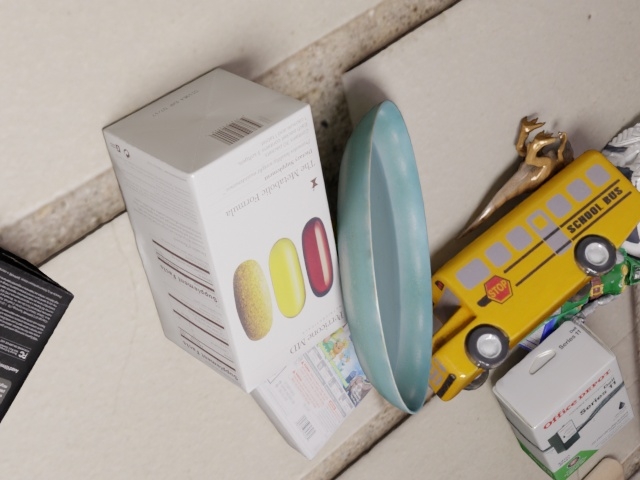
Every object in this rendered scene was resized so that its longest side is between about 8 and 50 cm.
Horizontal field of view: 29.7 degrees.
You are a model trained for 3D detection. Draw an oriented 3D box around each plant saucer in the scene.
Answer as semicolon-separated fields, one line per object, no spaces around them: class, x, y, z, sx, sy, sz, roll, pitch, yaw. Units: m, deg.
plant saucer;0.067;0.018;1.227;0.317;0.043;0.318;-5;90;-77

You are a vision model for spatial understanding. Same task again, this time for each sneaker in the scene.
sneaker;0.423;-0.047;1.630;0.235;0.094;0.153;-51;138;-13

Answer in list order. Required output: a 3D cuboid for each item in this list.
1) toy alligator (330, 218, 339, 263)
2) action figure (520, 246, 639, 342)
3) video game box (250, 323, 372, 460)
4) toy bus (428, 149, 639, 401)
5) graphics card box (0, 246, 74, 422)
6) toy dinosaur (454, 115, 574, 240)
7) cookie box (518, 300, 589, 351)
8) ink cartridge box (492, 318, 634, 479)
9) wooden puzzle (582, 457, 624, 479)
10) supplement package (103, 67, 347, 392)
toy alligator;0.000;0.000;1.227;0.190;0.056;0.051;55;37;-16
action figure;0.322;0.063;1.550;0.232;0.063;0.137;-17;127;-15
video game box;-0.001;0.111;1.316;0.187;0.048;0.205;-45;136;-16
toy bus;0.240;0.042;1.433;0.332;0.130;0.108;-37;167;-19
graphics card box;-0.378;0.147;0.920;0.233;0.094;0.371;32;87;-48
toy dinosaur;0.254;-0.081;1.463;0.211;0.064;0.112;-30;130;-32
cookie box;0.321;0.098;1.638;0.092;0.040;0.107;-1;111;-44
ink cartridge box;0.333;0.220;1.641;0.153;0.087;0.208;-41;143;-5
wooden puzzle;0.417;0.492;1.942;0.221;0.044;0.239;-38;128;-25
supplement package;-0.080;-0.009;1.109;0.139;0.134;0.244;-34;131;-28
